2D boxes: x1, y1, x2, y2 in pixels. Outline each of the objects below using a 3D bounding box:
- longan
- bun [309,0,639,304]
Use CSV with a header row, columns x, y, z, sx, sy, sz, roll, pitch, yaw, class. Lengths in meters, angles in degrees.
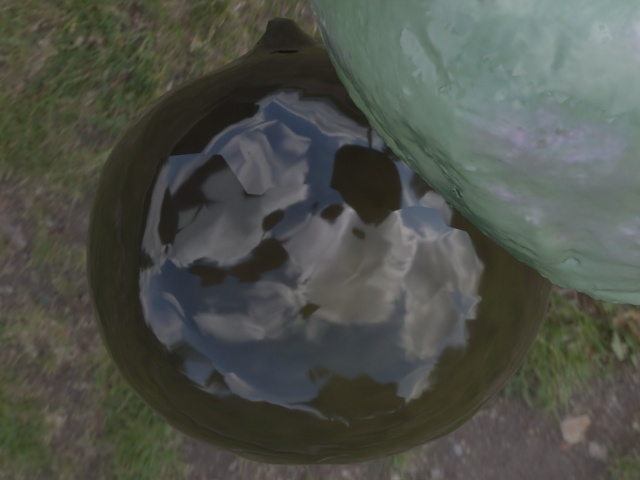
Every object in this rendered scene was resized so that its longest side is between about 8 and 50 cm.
x,y,z,sx,sy,sz,roll,pitch,yaw,class
-0.001,0.004,0.885,0.297,0.297,0.297,1,108,2,longan
0.122,-0.073,0.557,0.283,0.283,0.179,9,122,-1,bun
